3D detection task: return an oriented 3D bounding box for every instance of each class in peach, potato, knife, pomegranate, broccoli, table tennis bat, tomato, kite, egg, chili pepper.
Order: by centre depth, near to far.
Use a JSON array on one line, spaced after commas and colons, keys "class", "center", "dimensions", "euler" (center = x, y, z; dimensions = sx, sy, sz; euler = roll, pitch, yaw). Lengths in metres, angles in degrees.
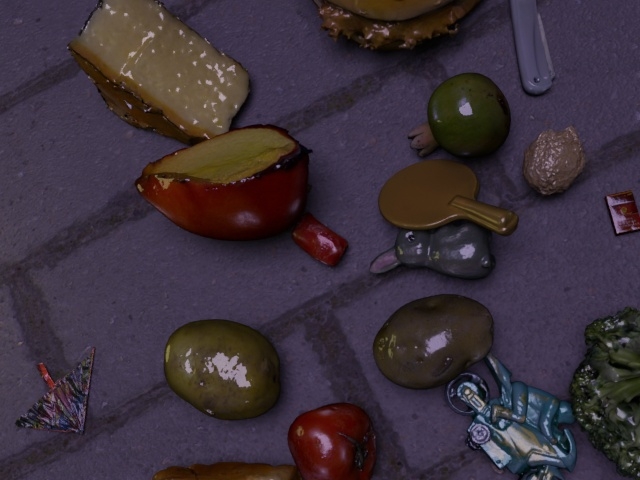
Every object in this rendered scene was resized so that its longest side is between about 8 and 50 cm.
[{"class": "broccoli", "center": [0.578, 0.257, 1.473], "dimensions": [0.260, 0.235, 0.287], "euler": [-30, 77, 38]}, {"class": "tomato", "center": [0.017, 0.390, 1.569], "dimensions": [0.152, 0.187, 0.186], "euler": [2, 75, 24]}, {"class": "potato", "center": [0.213, 0.187, 1.585], "dimensions": [0.235, 0.160, 0.177], "euler": [-21, 61, 19]}, {"class": "table tennis bat", "center": [0.249, -0.077, 1.645], "dimensions": [0.198, 0.050, 0.321], "euler": [-41, 41, -21]}, {"class": "potato", "center": [-0.190, 0.255, 1.658], "dimensions": [0.229, 0.148, 0.197], "euler": [-3, 61, 9]}, {"class": "egg", "center": [0.460, -0.156, 1.661], "dimensions": [0.116, 0.118, 0.140], "euler": [31, 73, 34]}, {"class": "pomegranate", "center": [0.275, -0.241, 1.690], "dimensions": [0.211, 0.179, 0.179], "euler": [-22, 72, 5]}, {"class": "peach", "center": [-0.181, -0.090, 1.704], "dimensions": [0.362, 0.201, 0.257], "euler": [-11, 30, 1]}, {"class": "chili pepper", "center": [0.000, 0.000, 1.735], "dimensions": [0.123, 0.070, 0.073], "euler": [35, 67, 20]}, {"class": "kite", "center": [-0.546, 0.329, 1.781], "dimensions": [0.232, 0.009, 0.189], "euler": [-40, 70, -3]}, {"class": "knife", "center": [0.445, -0.430, 1.782], "dimensions": [0.073, 0.040, 0.265], "euler": [-6, 73, -2]}]

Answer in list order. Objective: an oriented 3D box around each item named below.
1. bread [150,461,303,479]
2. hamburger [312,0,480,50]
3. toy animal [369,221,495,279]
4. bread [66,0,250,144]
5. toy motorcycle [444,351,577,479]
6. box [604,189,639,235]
[{"class": "bread", "center": [-0.179, 0.505, 1.596], "dimensions": [0.295, 0.132, 0.166], "euler": [-5, 75, 9]}, {"class": "hamburger", "center": [0.138, -0.536, 1.760], "dimensions": [0.446, 0.268, 0.286], "euler": [8, 80, 12]}, {"class": "toy animal", "center": [0.215, 0.019, 1.659], "dimensions": [0.252, 0.127, 0.125], "euler": [-3, 77, 14]}, {"class": "bread", "center": [-0.344, -0.375, 1.809], "dimensions": [0.316, 0.279, 0.248], "euler": [19, 72, 28]}, {"class": "toy motorcycle", "center": [0.369, 0.339, 1.548], "dimensions": [0.198, 0.109, 0.296], "euler": [-40, 72, -4]}, {"class": "box", "center": [0.595, -0.054, 1.654], "dimensions": [0.052, 0.023, 0.081], "euler": [-12, 73, 7]}]
